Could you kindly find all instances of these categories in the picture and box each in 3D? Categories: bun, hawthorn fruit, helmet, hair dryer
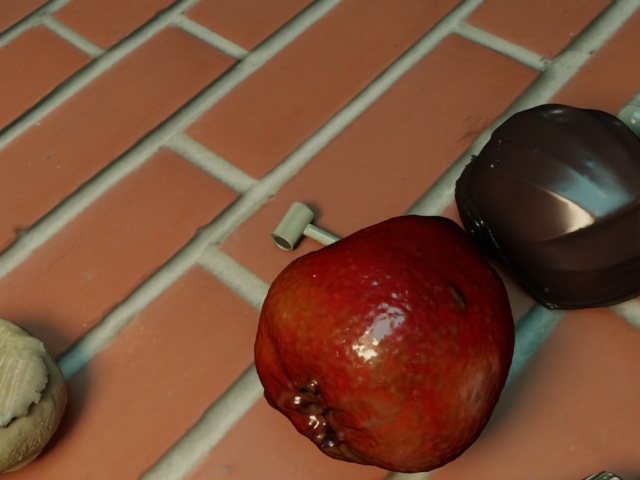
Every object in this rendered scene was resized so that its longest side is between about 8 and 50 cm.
[{"bbox_3d":[-0.419,0.197,0.877,0.239,0.141,0.239,1,33,0],"label":"bun"},{"bbox_3d":[0.089,0.096,0.820,0.265,0.265,0.307,35,48,27],"label":"hawthorn fruit"},{"bbox_3d":[0.299,-0.070,0.945,0.225,0.177,0.305,-34,59,-13],"label":"helmet"},{"bbox_3d":[0.000,0.000,1.026,0.124,0.038,0.063,27,65,15],"label":"hair dryer"}]

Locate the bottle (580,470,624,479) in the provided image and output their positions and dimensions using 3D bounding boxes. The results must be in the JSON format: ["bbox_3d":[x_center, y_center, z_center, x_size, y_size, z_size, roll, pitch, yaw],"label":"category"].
[{"bbox_3d":[0.192,0.316,0.733,0.260,0.112,0.112,-29,57,-12],"label":"bottle"}]

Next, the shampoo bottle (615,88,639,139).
[{"bbox_3d":[0.451,-0.179,1.067,0.195,0.056,0.056,-41,60,-19],"label":"shampoo bottle"}]
